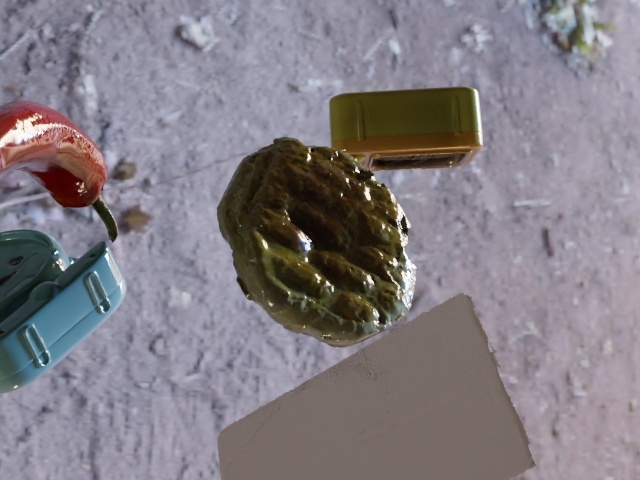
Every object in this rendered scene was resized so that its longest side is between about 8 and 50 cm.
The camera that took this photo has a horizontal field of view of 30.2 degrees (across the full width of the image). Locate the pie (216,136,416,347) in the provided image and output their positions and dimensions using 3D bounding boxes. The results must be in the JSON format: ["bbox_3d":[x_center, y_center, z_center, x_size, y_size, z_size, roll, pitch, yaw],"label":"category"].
[{"bbox_3d":[0.000,0.000,0.425,0.084,0.020,0.084,18,51,-23],"label":"pie"}]

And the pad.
[{"bbox_3d":[0.028,0.145,0.820,0.004,0.232,0.156,43,23,-42],"label":"pad"}]

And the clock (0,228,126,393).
[{"bbox_3d":[-0.395,0.073,1.456,0.223,0.274,0.094,-45,132,-37],"label":"clock"}]

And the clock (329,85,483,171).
[{"bbox_3d":[0.113,-0.148,1.616,0.202,0.143,0.096,-4,80,0],"label":"clock"}]

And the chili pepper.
[{"bbox_3d":[-0.320,-0.085,1.322,0.368,0.091,0.137,21,67,-72],"label":"chili pepper"}]
